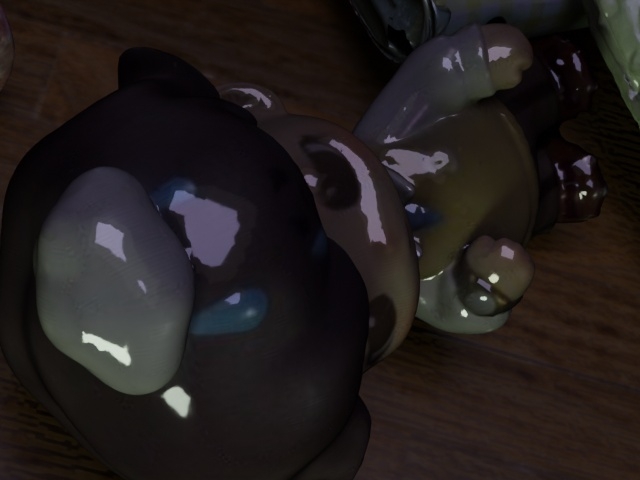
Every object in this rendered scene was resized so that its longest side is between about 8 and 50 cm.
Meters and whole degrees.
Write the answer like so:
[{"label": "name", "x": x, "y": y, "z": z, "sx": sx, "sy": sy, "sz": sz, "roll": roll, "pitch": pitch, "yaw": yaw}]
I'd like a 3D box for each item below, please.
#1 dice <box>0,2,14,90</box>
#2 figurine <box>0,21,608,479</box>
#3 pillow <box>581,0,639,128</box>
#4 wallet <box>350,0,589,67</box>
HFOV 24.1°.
[{"label": "dice", "x": -0.228, "y": -0.110, "z": 0.812, "sx": 0.093, "sy": 0.091, "sz": 0.094, "roll": -36, "pitch": 79, "yaw": -26}, {"label": "figurine", "x": 0.016, "y": 0.007, "z": 0.760, "sx": 0.365, "sy": 0.218, "sz": 0.206, "roll": -17, "pitch": 34, "yaw": -24}, {"label": "pillow", "x": 0.312, "y": -0.072, "z": 0.929, "sx": 0.281, "sy": 0.076, "sz": 0.274, "roll": -21, "pitch": 90, "yaw": -25}, {"label": "wallet", "x": 0.139, "y": -0.224, "z": 0.964, "sx": 0.309, "sy": 0.077, "sz": 0.223, "roll": -15, "pitch": 64, "yaw": -31}]
